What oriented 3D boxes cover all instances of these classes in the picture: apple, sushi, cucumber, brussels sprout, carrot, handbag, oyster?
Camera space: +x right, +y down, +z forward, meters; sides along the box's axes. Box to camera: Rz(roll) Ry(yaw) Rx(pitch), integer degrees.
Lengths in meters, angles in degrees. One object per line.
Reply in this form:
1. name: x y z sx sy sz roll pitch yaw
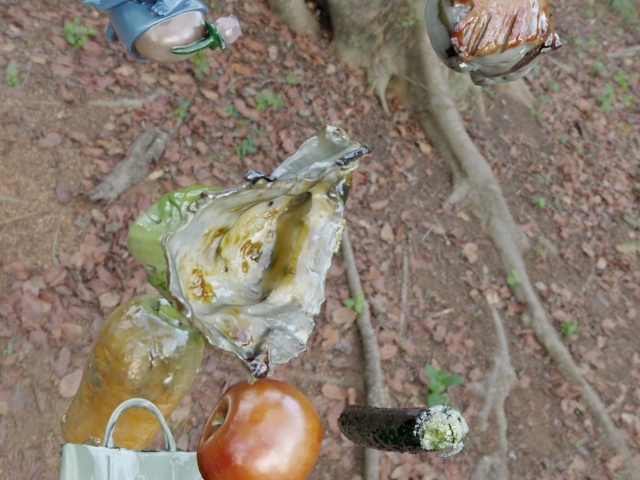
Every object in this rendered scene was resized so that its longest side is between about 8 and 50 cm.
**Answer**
1. apple: -0.080 0.252 0.823 0.139 0.163 0.163 34 37 -28
2. sushi: 0.208 -0.255 0.772 0.332 0.129 0.124 -17 89 -69
3. cucumber: 0.089 0.254 0.880 0.067 0.245 0.067 9 72 -30
4. brussels sprout: -0.135 0.025 0.851 0.223 0.223 0.161 40 86 3
5. carrot: -0.393 0.290 1.388 0.224 0.341 0.224 30 13 -8
6. handbag: -0.265 0.384 0.953 0.241 0.109 0.316 16 60 -31
7. oyster: -0.042 -0.022 0.688 0.133 0.198 0.337 11 46 33

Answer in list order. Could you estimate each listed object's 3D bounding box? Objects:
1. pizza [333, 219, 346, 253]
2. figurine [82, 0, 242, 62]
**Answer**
1. pizza: 0.000 0.000 1.714 0.036 0.160 0.099 -102 172 -84
2. figurine: -0.160 -0.247 0.683 0.144 0.178 0.114 41 60 7
